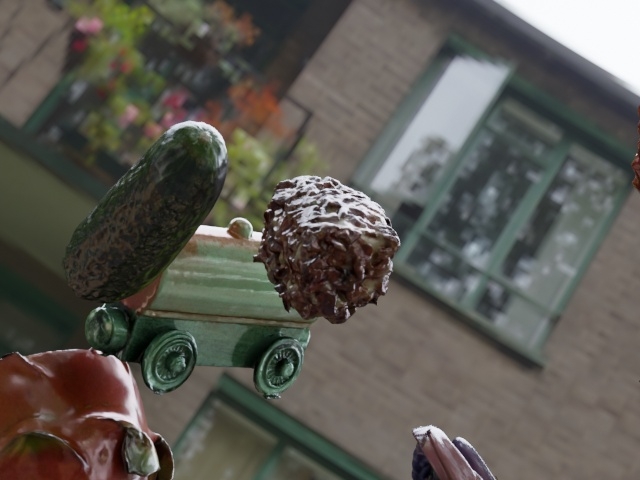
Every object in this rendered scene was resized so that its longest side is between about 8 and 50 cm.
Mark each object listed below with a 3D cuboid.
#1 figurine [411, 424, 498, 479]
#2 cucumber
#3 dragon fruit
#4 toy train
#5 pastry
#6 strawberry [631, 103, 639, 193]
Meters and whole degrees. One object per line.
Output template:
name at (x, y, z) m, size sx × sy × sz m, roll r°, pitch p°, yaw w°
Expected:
figurine at (0.084, 0.232, 1.489) m, size 0.114 × 0.157 × 0.126 m, roll 39°, pitch -21°, yaw 0°
cucumber at (-0.127, -0.023, 1.413) m, size 0.074 × 0.074 × 0.241 m, roll 38°, pitch -34°, yaw -7°
dragon fruit at (-0.294, 0.262, 1.899) m, size 0.225 × 0.305 × 0.305 m, roll 65°, pitch -22°, yaw 21°
toy train at (-0.106, 0.060, 1.880) m, size 0.285 × 0.177 × 0.116 m, roll 8°, pitch 17°, yaw -46°
pastry at (0.002, 0.000, 1.683) m, size 0.115 × 0.208 × 0.097 m, roll -2°, pitch -70°, yaw -11°
strawberry at (0.399, -0.160, 1.871) m, size 0.138 × 0.233 × 0.306 m, roll 16°, pitch -25°, yaw 19°
